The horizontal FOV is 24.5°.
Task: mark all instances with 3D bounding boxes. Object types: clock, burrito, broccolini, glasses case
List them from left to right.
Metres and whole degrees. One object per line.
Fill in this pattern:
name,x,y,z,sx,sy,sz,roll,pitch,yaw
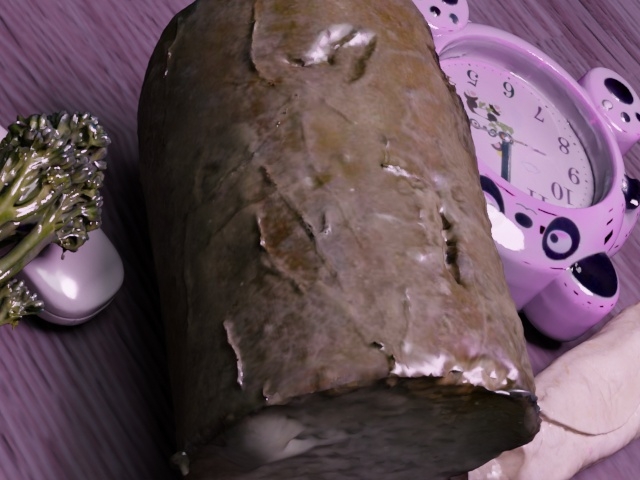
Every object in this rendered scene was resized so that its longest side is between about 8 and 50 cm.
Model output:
broccolini,-0.203,0.082,0.669,0.074,0.079,0.392,37,54,-11
glasses case,-0.178,-0.020,0.815,0.164,0.041,0.063,45,43,3
clock,0.126,-0.059,1.054,0.227,0.090,0.248,26,44,-17
burrito,0.170,0.102,0.950,0.275,0.059,0.082,-19,89,-50

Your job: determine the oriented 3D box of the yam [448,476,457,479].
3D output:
yam,0.077,0.142,0.887,0.014,0.014,0.107,17,45,-25

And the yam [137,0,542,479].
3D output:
yam,0.000,0.000,0.820,0.195,0.195,0.300,14,47,-28
